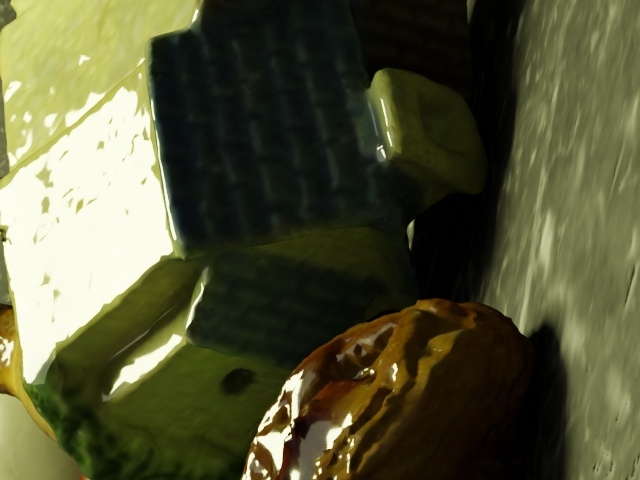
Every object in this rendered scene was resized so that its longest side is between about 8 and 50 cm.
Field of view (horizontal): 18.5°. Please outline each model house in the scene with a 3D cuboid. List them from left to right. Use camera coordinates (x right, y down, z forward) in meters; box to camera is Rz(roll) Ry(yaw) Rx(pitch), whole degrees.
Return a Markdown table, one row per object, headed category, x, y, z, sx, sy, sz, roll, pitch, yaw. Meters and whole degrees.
| category | x | y | z | sx | sy | sz | roll | pitch | yaw |
| --- | --- | --- | --- | --- | --- | --- | --- | --- | --- |
| model house | -0.012 | -0.048 | 1.092 | 0.266 | 0.261 | 0.321 | -42 | 46 | 39 |

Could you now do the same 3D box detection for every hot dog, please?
| category | x | y | z | sx | sy | sz | roll | pitch | yaw |
| --- | --- | --- | --- | --- | --- | --- | --- | --- | --- |
| hot dog | 0.018 | 0.132 | 0.771 | 0.160 | 0.099 | 0.227 | 175 | 104 | -80 |

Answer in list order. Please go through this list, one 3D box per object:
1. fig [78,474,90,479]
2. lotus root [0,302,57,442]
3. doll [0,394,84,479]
| category | x | y | z | sx | sy | sz | roll | pitch | yaw |
| --- | --- | --- | --- | --- | --- | --- | --- | --- | --- |
| fig | -0.114 | 0.262 | 1.444 | 0.263 | 0.224 | 0.224 | -47 | 27 | 45 |
| lotus root | -0.116 | 0.084 | 1.335 | 0.183 | 0.310 | 0.182 | 5 | -90 | -82 |
| doll | -0.156 | 0.138 | 1.642 | 0.226 | 0.370 | 0.215 | 70 | 159 | 3 |
